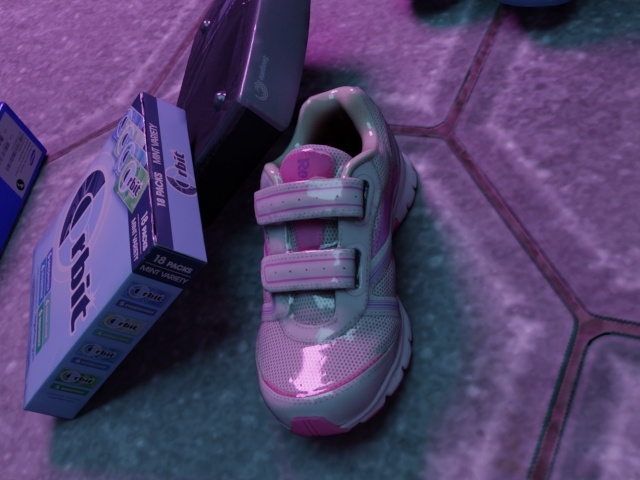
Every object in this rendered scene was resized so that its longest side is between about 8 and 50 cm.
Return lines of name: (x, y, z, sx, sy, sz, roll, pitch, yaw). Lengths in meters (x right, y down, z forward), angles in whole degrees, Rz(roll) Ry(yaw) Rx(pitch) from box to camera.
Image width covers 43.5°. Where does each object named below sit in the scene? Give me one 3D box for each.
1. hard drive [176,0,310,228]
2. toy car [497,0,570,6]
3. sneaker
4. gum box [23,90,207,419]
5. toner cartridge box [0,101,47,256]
hard drive: (-0.069, -0.139, 0.654, 0.172, 0.054, 0.255, -46, 30, 41)
toy car: (0.186, -0.340, 0.689, 0.210, 0.219, 0.238, 22, 37, 37)
sneaker: (0.000, 0.000, 0.520, 0.103, 0.111, 0.252, -9, 50, 19)
gum box: (-0.153, 0.011, 0.575, 0.184, 0.041, 0.157, -47, 38, 29)
toner cartridge box: (-0.453, -0.027, 0.789, 0.347, 0.075, 0.165, -6, 50, 21)
